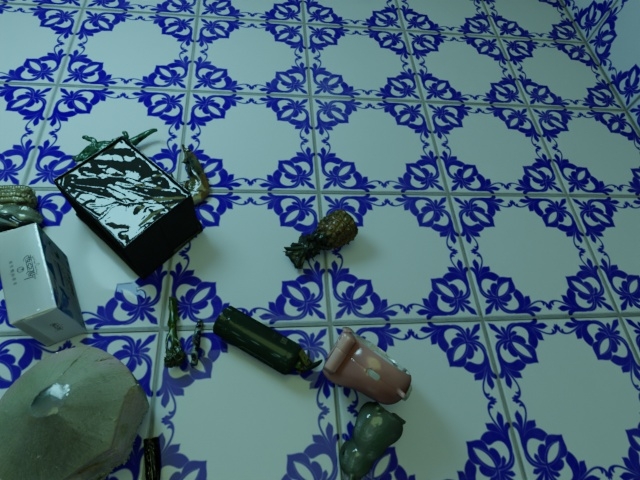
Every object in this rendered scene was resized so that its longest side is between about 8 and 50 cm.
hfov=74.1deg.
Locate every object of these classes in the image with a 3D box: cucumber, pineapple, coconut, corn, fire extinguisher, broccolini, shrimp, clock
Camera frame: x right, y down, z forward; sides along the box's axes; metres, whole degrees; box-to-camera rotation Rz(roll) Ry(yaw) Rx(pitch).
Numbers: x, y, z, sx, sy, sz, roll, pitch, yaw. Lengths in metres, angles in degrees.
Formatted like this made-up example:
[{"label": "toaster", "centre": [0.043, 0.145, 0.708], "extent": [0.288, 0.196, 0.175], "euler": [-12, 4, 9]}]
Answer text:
[{"label": "cucumber", "centre": [-0.416, 0.573, 1.047], "extent": [0.039, 0.043, 0.163], "euler": [-27, 59, 20]}, {"label": "pineapple", "centre": [0.000, 0.000, 1.390], "extent": [0.248, 0.128, 0.128], "euler": [-33, 69, -17]}, {"label": "coconut", "centre": [-0.557, 0.404, 0.964], "extent": [0.298, 0.309, 0.297], "euler": [4, 60, -6]}, {"label": "corn", "centre": [-1.016, -0.135, 1.348], "extent": [0.211, 0.087, 0.087], "euler": [1, 60, 0]}, {"label": "fire extinguisher", "centre": [-0.148, 0.296, 1.210], "extent": [0.311, 0.095, 0.114], "euler": [29, 31, 10]}, {"label": "broccolini", "centre": [-0.415, 0.258, 1.223], "extent": [0.058, 0.067, 0.216], "euler": [-2, 52, -12]}, {"label": "shrimp", "centre": [-0.477, -0.231, 1.490], "extent": [0.144, 0.052, 0.251], "euler": [-15, 64, -13]}, {"label": "clock", "centre": [0.130, 0.357, 1.146], "extent": [0.241, 0.227, 0.142], "euler": [31, 86, 6]}]

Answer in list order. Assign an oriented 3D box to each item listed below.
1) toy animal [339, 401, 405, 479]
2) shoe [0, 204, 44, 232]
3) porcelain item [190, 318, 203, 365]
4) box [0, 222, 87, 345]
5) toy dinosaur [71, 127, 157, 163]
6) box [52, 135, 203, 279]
[{"label": "toy animal", "centre": [0.105, 0.542, 1.095], "extent": [0.127, 0.125, 0.251], "euler": [38, 77, -16]}, {"label": "shoe", "centre": [-0.978, -0.047, 1.293], "extent": [0.228, 0.099, 0.112], "euler": [-2, 68, -10]}, {"label": "porcelain item", "centre": [-0.353, 0.281, 1.198], "extent": [0.021, 0.075, 0.136], "euler": [3, 61, -5]}, {"label": "box", "centre": [-0.762, 0.123, 1.159], "extent": [0.116, 0.203, 0.274], "euler": [-21, 65, -19]}, {"label": "toy dinosaur", "centre": [-0.734, -0.345, 1.507], "extent": [0.292, 0.079, 0.120], "euler": [-38, 77, -22]}, {"label": "box", "centre": [-0.583, -0.104, 1.313], "extent": [0.345, 0.204, 0.251], "euler": [38, 63, 13]}]
